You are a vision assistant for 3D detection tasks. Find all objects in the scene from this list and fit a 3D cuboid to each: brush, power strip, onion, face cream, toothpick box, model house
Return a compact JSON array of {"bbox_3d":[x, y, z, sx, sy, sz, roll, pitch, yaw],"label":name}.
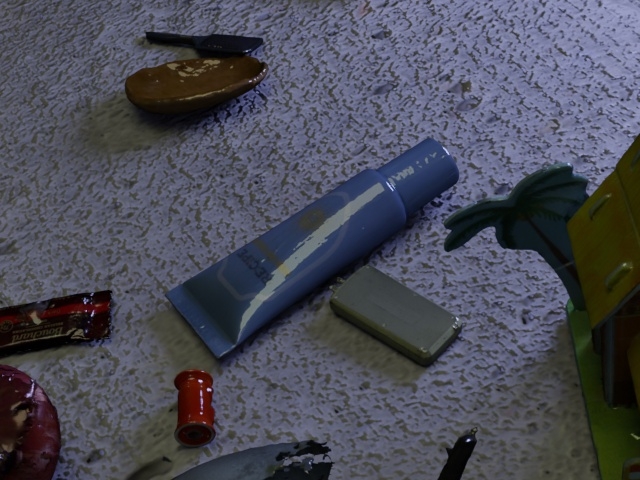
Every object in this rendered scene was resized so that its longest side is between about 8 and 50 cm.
[{"bbox_3d":[-0.179,-0.296,2.057,0.193,0.016,0.063,7,28,24],"label":"brush"},{"bbox_3d":[0.083,0.084,1.643,0.169,0.028,0.076,31,59,31],"label":"power strip"},{"bbox_3d":[-0.343,0.221,1.521,0.147,0.184,0.184,5,27,-47],"label":"onion"},{"bbox_3d":[0.000,0.000,1.705,0.385,0.086,0.135,-33,48,-14],"label":"face cream"},{"bbox_3d":[-0.143,0.188,1.574,0.047,0.047,0.083,-9,45,2],"label":"toothpick box"},{"bbox_3d":[0.305,0.068,1.412,0.340,0.324,0.300,-7,45,4],"label":"model house"}]

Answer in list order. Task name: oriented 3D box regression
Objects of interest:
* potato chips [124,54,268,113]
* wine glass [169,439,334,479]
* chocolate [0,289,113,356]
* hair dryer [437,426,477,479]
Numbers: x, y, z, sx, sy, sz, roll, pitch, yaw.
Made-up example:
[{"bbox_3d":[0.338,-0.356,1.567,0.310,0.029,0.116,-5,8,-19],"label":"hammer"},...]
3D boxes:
[{"bbox_3d":[-0.171,-0.217,1.961,0.201,0.049,0.150,-18,33,-9],"label":"potato chips"},{"bbox_3d":[-0.131,0.307,1.368,0.357,0.190,0.190,-10,46,7],"label":"wine glass"},{"bbox_3d":[-0.344,0.102,1.707,0.182,0.028,0.086,-6,49,2],"label":"chocolate"},{"bbox_3d":[0.117,0.334,1.204,0.303,0.359,0.120,19,20,18],"label":"hair dryer"}]
